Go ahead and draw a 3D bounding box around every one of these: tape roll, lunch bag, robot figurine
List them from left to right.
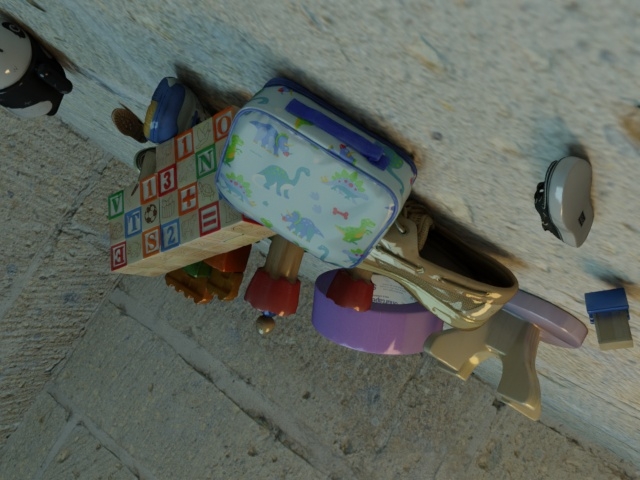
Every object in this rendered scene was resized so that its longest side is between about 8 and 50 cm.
[{"bbox_3d":[-0.709,-0.397,1.391,0.278,0.209,0.174,63,-175,-76],"label":"robot figurine"},{"bbox_3d":[-0.007,-0.077,0.709,0.219,0.090,0.176,30,140,0],"label":"lunch bag"},{"bbox_3d":[0.121,0.138,1.243,0.274,0.090,0.275,6,-165,-2],"label":"tape roll"}]

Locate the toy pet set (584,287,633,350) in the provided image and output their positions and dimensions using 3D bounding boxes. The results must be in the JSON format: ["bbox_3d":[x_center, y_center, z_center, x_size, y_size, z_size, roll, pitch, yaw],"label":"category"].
[{"bbox_3d":[0.360,0.083,0.660,0.114,0.065,0.122,-12,154,24],"label":"toy pet set"}]

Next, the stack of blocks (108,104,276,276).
[{"bbox_3d":[-0.199,-0.062,0.906,0.297,0.171,0.087,-18,161,34],"label":"stack of blocks"}]

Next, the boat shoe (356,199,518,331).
[{"bbox_3d":[0.117,-0.009,0.837,0.341,0.122,0.110,32,137,-2],"label":"boat shoe"}]

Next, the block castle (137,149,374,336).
[{"bbox_3d":[-0.137,0.001,1.108,0.453,0.213,0.303,25,-168,36],"label":"block castle"}]

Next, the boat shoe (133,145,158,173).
[{"bbox_3d":[-0.297,-0.169,1.328,0.223,0.080,0.073,5,179,-31],"label":"boat shoe"}]

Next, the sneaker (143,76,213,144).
[{"bbox_3d":[-0.196,-0.183,0.996,0.131,0.112,0.296,24,-179,3],"label":"sneaker"}]

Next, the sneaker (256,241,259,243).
[{"bbox_3d":[-0.281,-0.105,1.759,0.299,0.121,0.112,48,-166,-39],"label":"sneaker"}]

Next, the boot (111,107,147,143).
[{"bbox_3d":[-0.522,-0.315,1.581,0.084,0.059,0.158,35,175,15],"label":"boot"}]

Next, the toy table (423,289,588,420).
[{"bbox_3d":[0.309,0.180,1.020,0.252,0.161,0.274,33,171,-5],"label":"toy table"}]

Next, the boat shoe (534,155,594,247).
[{"bbox_3d":[0.204,-0.031,0.510,0.040,0.049,0.142,28,173,33],"label":"boat shoe"}]
